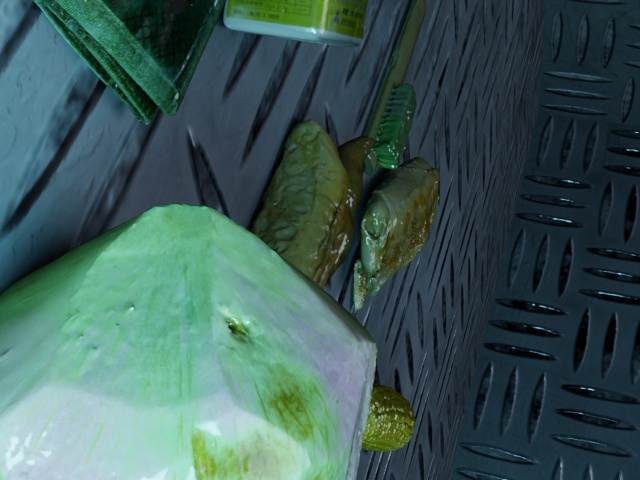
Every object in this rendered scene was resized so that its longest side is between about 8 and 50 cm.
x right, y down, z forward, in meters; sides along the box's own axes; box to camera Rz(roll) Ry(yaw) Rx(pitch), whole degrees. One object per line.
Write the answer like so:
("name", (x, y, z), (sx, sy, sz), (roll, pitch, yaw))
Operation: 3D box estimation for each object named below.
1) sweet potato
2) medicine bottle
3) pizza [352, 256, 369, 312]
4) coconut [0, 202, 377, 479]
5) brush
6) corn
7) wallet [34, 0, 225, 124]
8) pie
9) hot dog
("sweet potato", (0.000, 0.000, 1.020), (0.067, 0.067, 0.274), (77, 30, -56))
("medicine bottle", (-0.008, -0.247, 0.777), (0.132, 0.088, 0.188), (-26, 125, -71))
("pizza", (0.060, 0.058, 1.339), (0.083, 0.025, 0.078), (19, 79, -75))
("coconut", (-0.077, 0.089, 0.539), (0.204, 0.236, 0.236), (-125, -146, -60))
("brush", (0.105, -0.203, 1.302), (0.054, 0.048, 0.282), (78, 25, -55))
("corn", (0.070, 0.238, 1.375), (0.260, 0.091, 0.091), (38, 60, -71))
("wallet", (-0.087, -0.205, 0.595), (0.160, 0.055, 0.236), (50, 52, -62))
("pie", (0.101, -0.027, 1.346), (0.282, 0.068, 0.128), (-48, 140, -63))
("hot dog", (-0.020, -0.001, 0.928), (0.084, 0.073, 0.242), (87, 20, -55))
